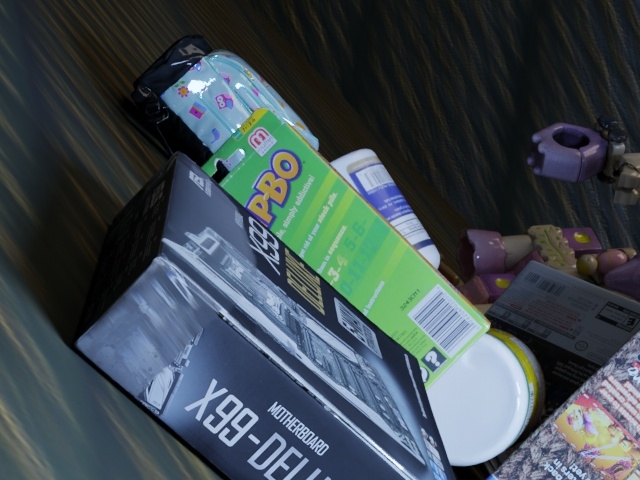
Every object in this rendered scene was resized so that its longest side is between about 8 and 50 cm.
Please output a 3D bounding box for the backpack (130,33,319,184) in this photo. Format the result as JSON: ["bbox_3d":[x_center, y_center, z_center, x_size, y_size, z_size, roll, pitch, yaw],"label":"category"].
[{"bbox_3d":[-0.092,-0.114,1.579,0.182,0.115,0.152,46,5,-8],"label":"backpack"}]

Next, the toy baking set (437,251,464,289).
[{"bbox_3d":[0.170,0.049,2.221,0.256,0.030,0.197,42,-1,36],"label":"toy baking set"}]

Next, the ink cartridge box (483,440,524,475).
[{"bbox_3d":[0.237,0.240,1.566,0.198,0.067,0.115,41,9,-23],"label":"ink cartridge box"}]

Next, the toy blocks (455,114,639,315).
[{"bbox_3d":[0.219,0.062,1.772,0.260,0.309,0.288,-3,35,-14],"label":"toy blocks"}]

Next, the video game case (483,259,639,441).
[{"bbox_3d":[0.218,0.111,1.584,0.190,0.173,0.022,25,-22,52],"label":"video game case"}]

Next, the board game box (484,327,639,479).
[{"bbox_3d":[0.316,0.195,1.379,0.232,0.291,0.141,46,7,11],"label":"board game box"}]

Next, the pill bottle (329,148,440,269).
[{"bbox_3d":[0.053,0.013,1.621,0.186,0.112,0.112,58,10,10],"label":"pill bottle"}]

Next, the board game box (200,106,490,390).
[{"bbox_3d":[0.004,0.021,1.326,0.259,0.124,0.039,45,7,2],"label":"board game box"}]

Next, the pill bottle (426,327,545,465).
[{"bbox_3d":[0.136,0.133,1.430,0.117,0.117,0.208,46,9,12],"label":"pill bottle"}]

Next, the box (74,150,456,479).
[{"bbox_3d":[-0.032,0.074,1.043,0.242,0.076,0.307,42,8,-11],"label":"box"}]
